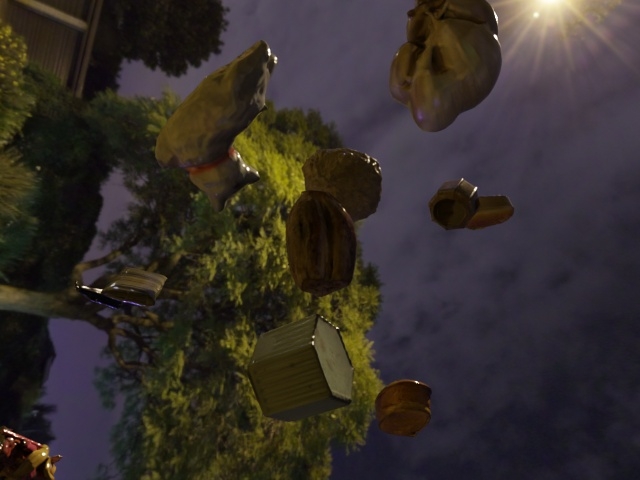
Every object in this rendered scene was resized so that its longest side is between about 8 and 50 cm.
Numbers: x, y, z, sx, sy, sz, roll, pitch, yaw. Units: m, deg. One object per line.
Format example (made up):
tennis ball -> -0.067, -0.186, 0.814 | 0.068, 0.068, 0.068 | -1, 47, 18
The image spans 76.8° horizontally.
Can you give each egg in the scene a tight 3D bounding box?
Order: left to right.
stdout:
egg -> 0.075, -0.192, 1.391 | 0.310, 0.279, 0.279 | 29, -75, 33

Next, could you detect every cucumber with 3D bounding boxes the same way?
cucumber -> -0.611, 0.151, 1.100 | 0.043, 0.163, 0.039 | -32, -120, 6

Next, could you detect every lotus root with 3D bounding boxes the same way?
lotus root -> 0.005, -0.003, 1.099 | 0.193, 0.193, 0.290 | -28, -117, 47

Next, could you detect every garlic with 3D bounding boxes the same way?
garlic -> 0.220, -0.331, 0.696 | 0.185, 0.203, 0.280 | 17, -97, 27

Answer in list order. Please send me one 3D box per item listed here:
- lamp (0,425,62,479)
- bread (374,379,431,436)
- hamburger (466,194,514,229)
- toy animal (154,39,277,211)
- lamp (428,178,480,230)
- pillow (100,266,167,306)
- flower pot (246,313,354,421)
lamp -> -0.724, 0.563, 1.005 | 0.119, 0.253, 0.118 | -18, -140, 16
bread -> 0.315, 0.633, 1.537 | 0.142, 0.196, 0.269 | -82, -172, -47
hamburger -> 0.624, -0.105, 1.543 | 0.173, 0.211, 0.116 | 125, -39, -83
toy animal -> -0.172, -0.217, 0.808 | 0.188, 0.308, 0.266 | 51, -13, 5
lamp -> 0.461, -0.125, 1.391 | 0.161, 0.185, 0.161 | 13, -60, 23
pillow -> -0.426, 0.104, 0.940 | 0.203, 0.113, 0.038 | -141, -112, -74
flower pot -> -0.042, 0.323, 1.022 | 0.190, 0.209, 0.239 | -24, -160, 16
